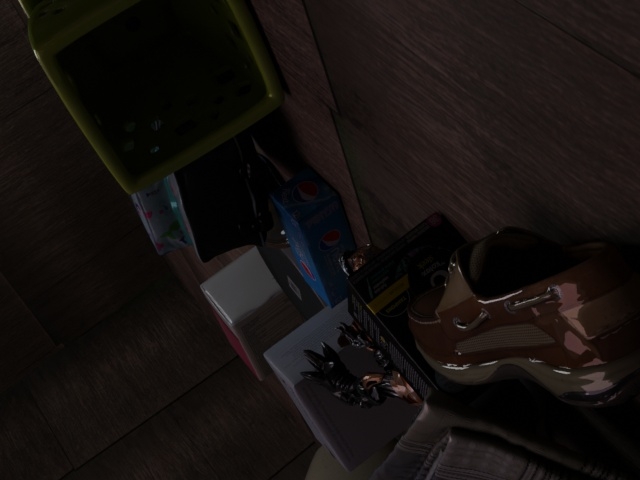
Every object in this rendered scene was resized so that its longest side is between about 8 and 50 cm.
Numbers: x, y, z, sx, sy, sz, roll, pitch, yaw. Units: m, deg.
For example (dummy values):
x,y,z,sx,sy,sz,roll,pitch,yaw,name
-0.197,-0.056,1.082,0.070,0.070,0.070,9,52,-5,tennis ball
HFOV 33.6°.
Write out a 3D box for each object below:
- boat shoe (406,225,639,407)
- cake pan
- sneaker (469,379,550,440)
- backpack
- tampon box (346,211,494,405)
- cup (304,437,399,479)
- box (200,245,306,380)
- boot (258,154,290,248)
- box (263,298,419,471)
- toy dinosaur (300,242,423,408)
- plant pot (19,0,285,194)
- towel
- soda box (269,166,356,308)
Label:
x,y,z,sx,sy,sz,roll,pitch,yaw,name
0.164,0.044,0.860,0.120,0.122,0.324,62,159,-11,boat shoe
-0.019,0.065,1.723,0.293,0.054,0.293,51,168,15,cake pan
0.189,0.250,1.224,0.104,0.147,0.296,43,165,34,sneaker
-0.172,-0.115,1.441,0.254,0.191,0.225,-100,-3,-49,backpack
0.120,0.080,1.072,0.161,0.120,0.101,49,168,19,tampon box
0.089,0.509,2.039,0.331,0.331,0.237,72,-176,-55,cup
-0.119,0.146,2.098,0.127,0.148,0.232,46,165,34,box
-0.085,-0.061,1.559,0.106,0.082,0.219,57,170,-26,boot
0.048,0.196,1.524,0.181,0.182,0.119,60,167,-27,box
0.100,0.152,1.322,0.218,0.164,0.322,-2,103,56,toy dinosaur
-0.208,-0.231,1.243,0.207,0.227,0.228,51,170,48,plant pot
0.206,0.279,1.033,0.324,0.056,0.312,24,151,6,towel
0.000,0.000,1.437,0.071,0.067,0.210,46,165,35,soda box
